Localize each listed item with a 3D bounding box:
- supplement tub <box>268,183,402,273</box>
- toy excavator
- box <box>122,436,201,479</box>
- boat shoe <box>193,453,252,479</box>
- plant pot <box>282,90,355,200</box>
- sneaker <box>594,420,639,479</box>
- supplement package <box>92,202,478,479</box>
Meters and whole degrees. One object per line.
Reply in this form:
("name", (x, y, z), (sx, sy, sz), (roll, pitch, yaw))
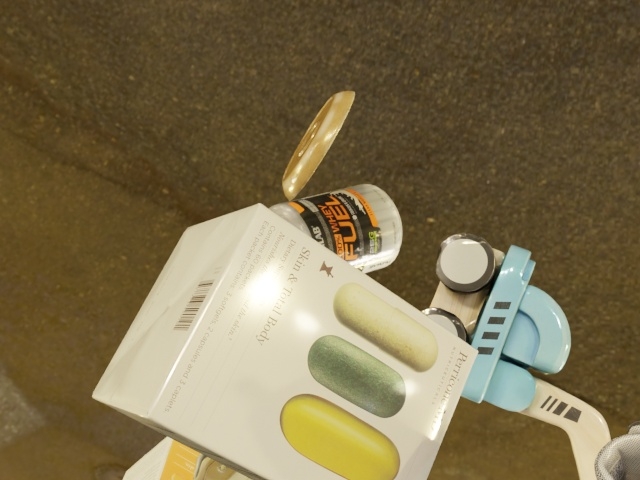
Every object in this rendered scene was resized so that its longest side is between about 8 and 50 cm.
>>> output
("supplement tub", (0.000, 0.000, 1.620), (0.193, 0.316, 0.194), (27, 125, 47))
("toy excavator", (0.370, 0.245, 1.366), (0.445, 0.433, 0.222), (20, 174, 17))
("box", (-0.223, 0.508, 1.181), (0.215, 0.345, 0.168), (36, 123, -18))
("boat shoe", (-0.052, 0.184, 0.953), (0.103, 0.302, 0.113), (29, 158, -11))
("plant pot", (-0.011, -0.183, 1.443), (0.032, 0.236, 0.236), (30, 142, -11))
("sneaker", (0.245, 0.219, 0.622), (0.153, 0.101, 0.268), (52, 150, -14))
("supplement package", (-0.035, 0.126, 0.738), (0.262, 0.199, 0.198), (34, 160, -21))
